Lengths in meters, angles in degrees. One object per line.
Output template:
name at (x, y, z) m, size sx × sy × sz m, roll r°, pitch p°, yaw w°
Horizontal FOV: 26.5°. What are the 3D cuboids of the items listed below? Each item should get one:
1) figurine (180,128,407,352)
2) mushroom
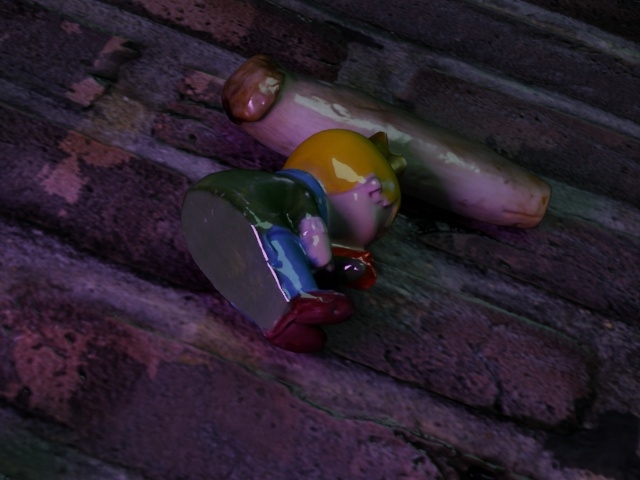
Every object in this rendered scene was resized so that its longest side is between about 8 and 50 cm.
figurine at (0.009, -0.008, 1.168) m, size 0.234 × 0.127 × 0.185 m, roll -11°, pitch 49°, yaw -49°
mushroom at (0.062, -0.093, 1.329) m, size 0.333 × 0.087 × 0.107 m, roll 19°, pitch 25°, yaw -10°
